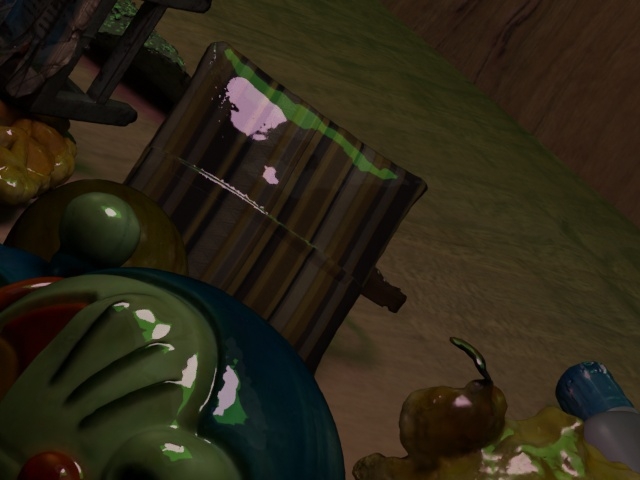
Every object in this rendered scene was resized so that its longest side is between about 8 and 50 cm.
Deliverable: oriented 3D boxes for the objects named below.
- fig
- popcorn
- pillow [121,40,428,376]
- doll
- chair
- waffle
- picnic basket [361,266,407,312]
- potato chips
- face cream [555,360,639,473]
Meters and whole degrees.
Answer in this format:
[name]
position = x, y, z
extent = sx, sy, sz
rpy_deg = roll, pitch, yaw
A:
[fig]
position = -0.127, 0.075, 0.870
extent = 0.124, 0.124, 0.236
rpy_deg = 15, 50, -51
[popcorn]
position = 0.135, 0.179, 0.956
extent = 0.168, 0.173, 0.195
rpy_deg = -27, 62, -24
[pillow]
position = -0.047, -0.019, 1.106
extent = 0.212, 0.208, 0.052
rpy_deg = 34, -19, -10
[doll]
position = -0.113, 0.092, 0.654
extent = 0.322, 0.198, 0.186
rpy_deg = 38, 1, 39
[chair]
position = -0.230, -0.189, 1.070
extent = 0.147, 0.136, 0.270
rpy_deg = 44, 17, 24
[waffle]
position = -0.315, -0.125, 1.067
extent = 0.281, 0.058, 0.301
rpy_deg = 35, 17, -1
[picnic basket]
position = 0.000, 0.000, 1.208
extent = 0.178, 0.138, 0.128
rpy_deg = 34, 9, -2
[potato chips]
position = -0.184, -0.193, 1.516
extent = 0.167, 0.059, 0.228
rpy_deg = 34, 11, -31
[face cream]
position = 0.310, 0.231, 1.305
extent = 0.163, 0.080, 0.336
rpy_deg = 26, 20, -29
